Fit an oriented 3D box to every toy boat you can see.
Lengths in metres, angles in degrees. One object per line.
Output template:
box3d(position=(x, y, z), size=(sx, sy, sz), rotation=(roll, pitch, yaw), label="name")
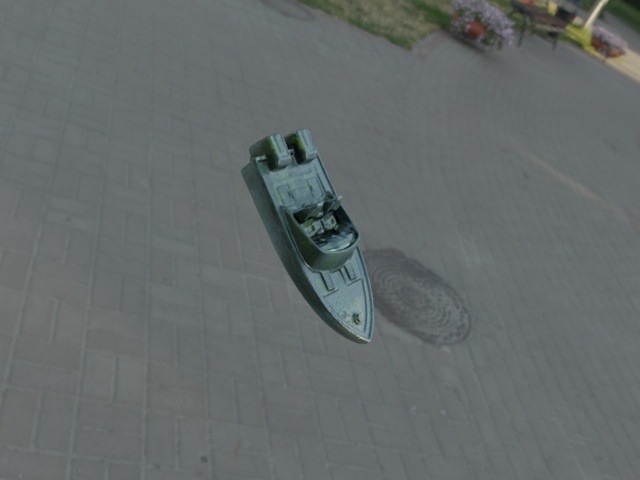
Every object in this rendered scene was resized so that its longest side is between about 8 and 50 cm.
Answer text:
box3d(position=(0.000, 0.000, 1.018), size=(0.141, 0.092, 0.320), rotation=(-22, 87, -51), label="toy boat")
